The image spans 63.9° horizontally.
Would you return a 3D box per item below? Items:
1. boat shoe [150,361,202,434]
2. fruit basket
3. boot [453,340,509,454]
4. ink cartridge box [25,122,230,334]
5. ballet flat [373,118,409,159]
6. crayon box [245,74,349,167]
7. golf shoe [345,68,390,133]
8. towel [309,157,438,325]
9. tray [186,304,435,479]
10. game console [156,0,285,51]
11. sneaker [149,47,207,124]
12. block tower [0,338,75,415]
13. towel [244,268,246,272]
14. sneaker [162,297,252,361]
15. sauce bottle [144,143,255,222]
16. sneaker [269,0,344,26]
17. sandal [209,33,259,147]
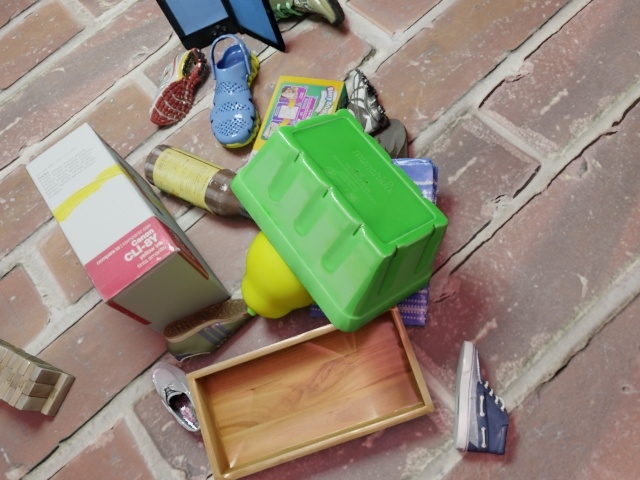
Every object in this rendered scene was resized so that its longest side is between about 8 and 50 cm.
[{"bbox_3d":[-0.285,0.311,1.019,0.066,0.063,0.184,-40,66,-6],"label":"boat shoe"},{"bbox_3d":[0.000,0.000,0.964,0.283,0.392,0.392,-25,60,-35],"label":"fruit basket"},{"bbox_3d":[0.288,0.279,0.916,0.086,0.069,0.190,6,77,7],"label":"boot"},{"bbox_3d":[-0.390,-0.015,1.059,0.160,0.279,0.384,-39,65,-7],"label":"ink cartridge box"},{"bbox_3d":[0.166,-0.161,1.133,0.084,0.058,0.249,-17,58,23],"label":"ballet flat"},{"bbox_3d":[-0.049,-0.245,1.193,0.165,0.081,0.278,11,70,16],"label":"crayon box"},{"bbox_3d":[0.089,-0.323,1.199,0.094,0.077,0.198,-32,46,22],"label":"golf shoe"},{"bbox_3d":[0.105,-0.003,1.038,0.243,0.040,0.335,3,82,17],"label":"towel"},{"bbox_3d":[-0.021,0.279,0.954,0.411,0.076,0.202,-20,77,2],"label":"tray"},{"bbox_3d":[-0.257,-0.566,1.256,0.250,0.293,0.173,-24,65,2],"label":"game console"},{"bbox_3d":[-0.378,-0.396,1.338,0.093,0.088,0.225,13,69,38],"label":"sneaker"},{"bbox_3d":[-0.704,0.267,1.111,0.336,0.097,0.091,18,73,17],"label":"block tower"},{"bbox_3d":[-0.082,0.055,1.104,0.148,0.027,0.110,21,74,18],"label":"towel"},{"bbox_3d":[-0.224,0.188,1.060,0.192,0.086,0.064,-19,35,-26],"label":"sneaker"},{"bbox_3d":[-0.240,-0.116,1.163,0.344,0.111,0.111,25,75,21],"label":"sauce bottle"},{"bbox_3d":[-0.110,-0.645,1.373,0.410,0.158,0.182,40,111,22],"label":"sneaker"},{"bbox_3d":[-0.222,-0.374,1.256,0.126,0.138,0.317,-8,68,6],"label":"sandal"}]
